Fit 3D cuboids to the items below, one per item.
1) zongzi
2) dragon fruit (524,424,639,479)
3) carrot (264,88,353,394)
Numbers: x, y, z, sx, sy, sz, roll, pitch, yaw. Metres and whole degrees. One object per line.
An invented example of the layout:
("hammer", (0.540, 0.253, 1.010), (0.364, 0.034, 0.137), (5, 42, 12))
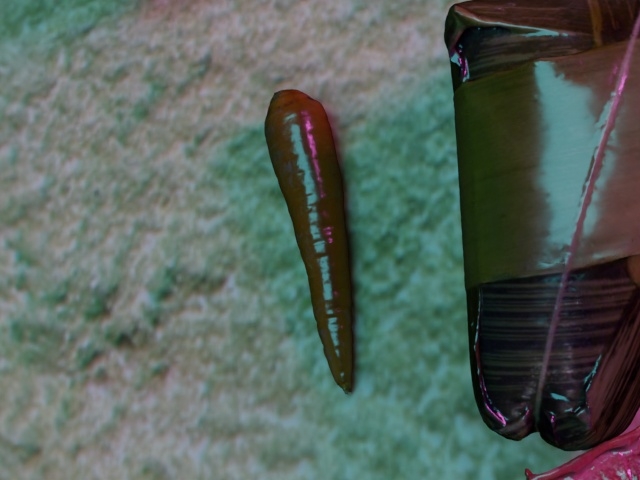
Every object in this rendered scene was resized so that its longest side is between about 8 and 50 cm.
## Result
("zongzi", (0.242, -0.022, 1.202), (0.318, 0.154, 0.289), (-4, 89, 18))
("dragon fruit", (0.256, 0.194, 1.182), (0.274, 0.126, 0.161), (30, 86, 15))
("carrot", (0.000, 0.000, 1.358), (0.048, 0.048, 0.216), (-14, 83, 22))
